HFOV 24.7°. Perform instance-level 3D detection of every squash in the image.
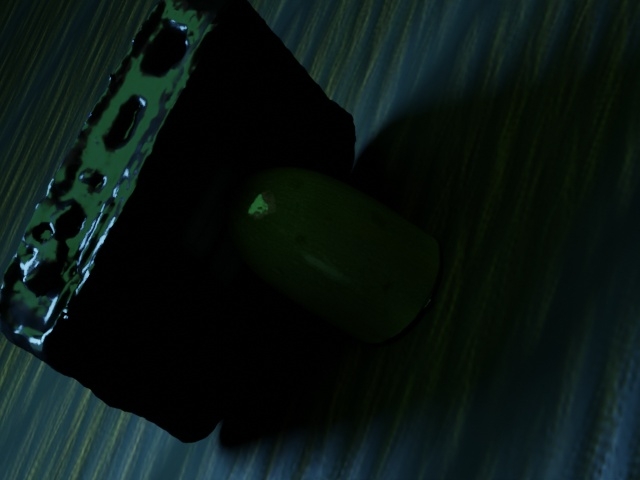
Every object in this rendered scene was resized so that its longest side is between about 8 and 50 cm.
[{"bbox_3d":[0.000,0.000,1.261,0.123,0.187,0.123,-46,23,27],"label":"squash"}]

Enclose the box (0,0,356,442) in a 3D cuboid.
[{"bbox_3d":[-0.110,-0.014,1.310,0.091,0.350,0.359,24,82,28],"label":"box"}]
